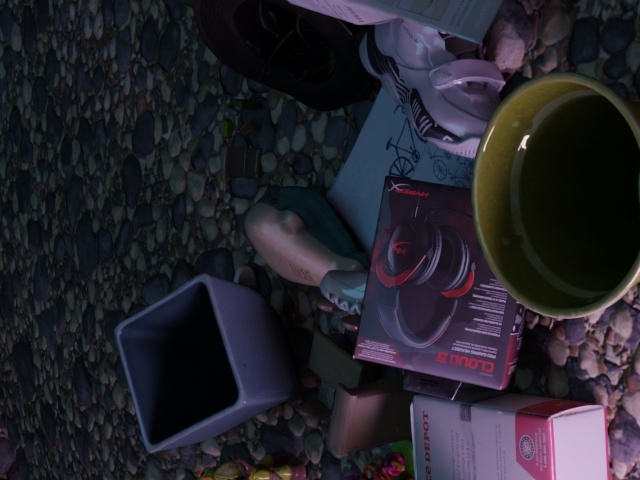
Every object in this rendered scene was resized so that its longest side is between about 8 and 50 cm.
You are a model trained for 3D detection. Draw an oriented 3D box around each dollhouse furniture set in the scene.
[{"bbox_3d":[0.038,0.235,1.966,0.242,0.161,0.212,34,121,48],"label":"dollhouse furniture set"},{"bbox_3d":[-0.156,-0.193,2.275,0.058,0.076,0.151,-155,67,-65],"label":"dollhouse furniture set"}]

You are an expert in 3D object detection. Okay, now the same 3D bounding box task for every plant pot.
[{"bbox_3d":[0.363,-0.056,1.396,0.276,0.254,0.276,7,99,54],"label":"plant pot"},{"bbox_3d":[-0.180,0.227,2.172,0.247,0.252,0.248,-30,68,29],"label":"plant pot"}]

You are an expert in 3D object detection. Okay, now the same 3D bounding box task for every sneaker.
[{"bbox_3d":[-0.170,0.117,2.335,0.084,0.058,0.152,16,113,44],"label":"sneaker"},{"bbox_3d":[0.191,-0.276,1.711,0.366,0.137,0.210,52,135,42],"label":"sneaker"},{"bbox_3d":[0.137,0.065,1.801,0.292,0.110,0.118,8,104,27],"label":"sneaker"}]

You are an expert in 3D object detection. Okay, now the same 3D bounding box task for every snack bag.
[{"bbox_3d":[0.140,-0.082,1.894,0.342,0.037,0.323,56,136,35],"label":"snack bag"}]

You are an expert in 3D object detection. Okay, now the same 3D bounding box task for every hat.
[{"bbox_3d":[-0.041,-0.366,1.979,0.331,0.331,0.134,-8,48,55],"label":"hat"}]

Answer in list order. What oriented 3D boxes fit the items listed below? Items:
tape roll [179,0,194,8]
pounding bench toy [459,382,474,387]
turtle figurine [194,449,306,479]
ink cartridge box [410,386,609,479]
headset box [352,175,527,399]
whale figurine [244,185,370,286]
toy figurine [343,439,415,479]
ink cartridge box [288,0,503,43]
[{"bbox_3d":[-0.159,-0.554,2.080,0.321,0.077,0.321,-55,15,24],"label":"tape roll"},{"bbox_3d":[0.225,0.182,1.763,0.052,0.083,0.065,-24,75,53],"label":"pounding bench toy"},{"bbox_3d":[-0.152,0.438,2.209,0.269,0.217,0.087,-8,87,55],"label":"turtle figurine"},{"bbox_3d":[0.266,0.323,1.693,0.283,0.117,0.207,0,95,55],"label":"ink cartridge box"},{"bbox_3d":[0.179,0.072,1.667,0.218,0.110,0.293,11,92,19],"label":"headset box"},{"bbox_3d":[0.000,0.000,2.024,0.272,0.141,0.216,25,156,36],"label":"whale figurine"},{"bbox_3d":[0.090,0.414,1.917,0.130,0.159,0.173,-20,77,54],"label":"toy figurine"},{"bbox_3d":[0.144,-0.440,1.669,0.385,0.091,0.308,25,85,32],"label":"ink cartridge box"}]
